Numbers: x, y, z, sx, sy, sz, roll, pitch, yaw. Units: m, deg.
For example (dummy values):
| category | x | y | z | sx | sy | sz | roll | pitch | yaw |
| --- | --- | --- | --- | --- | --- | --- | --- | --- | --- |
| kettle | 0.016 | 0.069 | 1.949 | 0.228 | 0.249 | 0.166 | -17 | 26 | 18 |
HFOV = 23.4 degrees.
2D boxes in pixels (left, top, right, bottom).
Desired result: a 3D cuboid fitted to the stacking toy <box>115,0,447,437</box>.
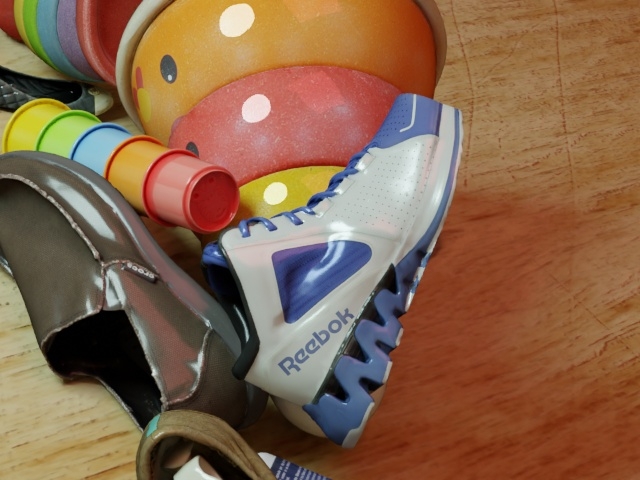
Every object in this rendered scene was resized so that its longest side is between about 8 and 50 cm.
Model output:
| category | x | y | z | sx | sy | sz | roll | pitch | yaw |
| --- | --- | --- | --- | --- | --- | --- | --- | --- | --- |
| stacking toy | -0.014 | -0.030 | 1.515 | 0.350 | 0.350 | 0.480 | 6 | 51 | -20 |

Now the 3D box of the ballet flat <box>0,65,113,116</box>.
| category | x | y | z | sx | sy | sz | roll | pitch | yaw |
| --- | --- | --- | --- | --- | --- | --- | --- | --- | --- |
| ballet flat | -0.315 | -0.169 | 1.728 | 0.173 | 0.049 | 0.057 | 7 | 37 | -20 |

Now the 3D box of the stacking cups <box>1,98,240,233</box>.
| category | x | y | z | sx | sy | sz | roll | pitch | yaw |
| --- | --- | --- | --- | --- | --- | --- | --- | --- | --- |
| stacking cups | -0.190 | -0.064 | 1.501 | 0.096 | 0.096 | 0.316 | -12 | 22 | -39 |

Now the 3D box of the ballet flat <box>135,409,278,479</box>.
| category | x | y | z | sx | sy | sz | roll | pitch | yaw |
| --- | --- | --- | --- | --- | --- | --- | --- | --- | --- |
| ballet flat | -0.022 | 0.260 | 1.144 | 0.342 | 0.116 | 0.124 | 50 | -1 | 13 |

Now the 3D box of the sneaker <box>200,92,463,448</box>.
| category | x | y | z | sx | sy | sz | roll | pitch | yaw |
| --- | --- | --- | --- | --- | --- | --- | --- | --- | --- |
| sneaker | 0.000 | 0.001 | 1.330 | 0.182 | 0.127 | 0.315 | 21 | 73 | -4 |

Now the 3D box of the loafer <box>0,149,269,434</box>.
| category | x | y | z | sx | sy | sz | roll | pitch | yaw |
| --- | --- | --- | --- | --- | --- | --- | --- | --- | --- |
| loafer | -0.207 | 0.048 | 1.397 | 0.366 | 0.134 | 0.130 | 38 | 40 | 23 |

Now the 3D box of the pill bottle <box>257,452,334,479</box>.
| category | x | y | z | sx | sy | sz | roll | pitch | yaw |
| --- | --- | --- | --- | --- | --- | --- | --- | --- | --- |
| pill bottle | -0.029 | 0.231 | 1.267 | 0.169 | 0.094 | 0.094 | 22 | 33 | 3 |

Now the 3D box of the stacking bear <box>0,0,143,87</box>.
| category | x | y | z | sx | sy | sz | roll | pitch | yaw |
| --- | --- | --- | --- | --- | --- | --- | --- | --- | --- |
| stacking bear | -0.278 | -0.270 | 1.764 | 0.175 | 0.164 | 0.289 | 25 | -3 | -42 |
